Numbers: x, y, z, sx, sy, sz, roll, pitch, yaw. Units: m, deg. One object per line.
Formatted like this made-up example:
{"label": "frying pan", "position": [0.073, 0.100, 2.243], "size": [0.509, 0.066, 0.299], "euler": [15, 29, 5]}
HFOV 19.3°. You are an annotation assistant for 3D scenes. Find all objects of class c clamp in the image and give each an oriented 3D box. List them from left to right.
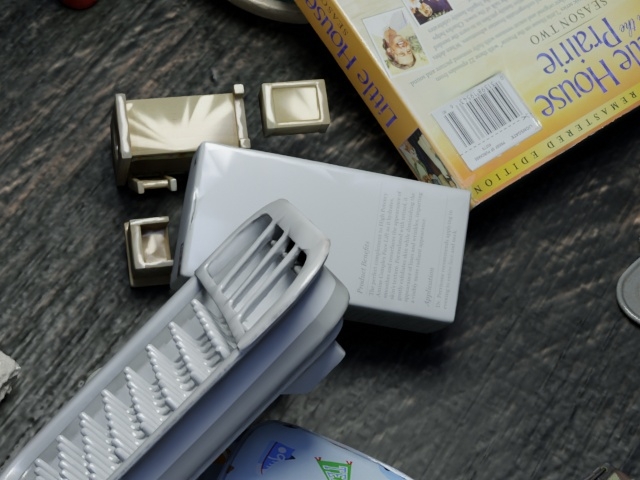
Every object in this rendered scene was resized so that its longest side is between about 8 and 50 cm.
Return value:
{"label": "c clamp", "position": [0.332, 0.043, 1.633], "size": [0.137, 0.022, 0.160], "euler": [-35, 63, -29]}

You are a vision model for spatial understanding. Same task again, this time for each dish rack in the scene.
{"label": "dish rack", "position": [-0.107, 0.122, 1.340], "size": [0.333, 0.285, 0.072], "euler": [-45, 104, -1]}

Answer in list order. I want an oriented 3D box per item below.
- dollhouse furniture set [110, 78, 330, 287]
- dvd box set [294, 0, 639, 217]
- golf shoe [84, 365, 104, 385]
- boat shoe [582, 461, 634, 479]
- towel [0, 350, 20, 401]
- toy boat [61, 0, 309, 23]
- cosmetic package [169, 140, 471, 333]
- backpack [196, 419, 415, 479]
{"label": "dollhouse furniture set", "position": [-0.083, -0.043, 1.632], "size": [0.182, 0.101, 0.161], "euler": [-5, 77, -11]}
{"label": "dvd box set", "position": [0.122, -0.257, 1.723], "size": [0.307, 0.062, 0.420], "euler": [-32, 83, -28]}
{"label": "golf shoe", "position": [-0.110, 0.100, 1.526], "size": [0.176, 0.069, 0.086], "euler": [-14, 26, -12]}
{"label": "boat shoe", "position": [0.188, 0.223, 1.460], "size": [0.152, 0.056, 0.049], "euler": [-26, 54, -35]}
{"label": "towel", "position": [-0.382, 0.154, 1.449], "size": [0.187, 0.049, 0.282], "euler": [28, 53, 13]}
{"label": "toy boat", "position": [-0.108, -0.310, 1.766], "size": [0.318, 0.148, 0.267], "euler": [-21, 69, -17]}
{"label": "cosmetic package", "position": [0.000, 0.000, 1.545], "size": [0.231, 0.085, 0.117], "euler": [11, 78, -9]}
{"label": "backpack", "position": [0.003, 0.271, 1.311], "size": [0.263, 0.213, 0.276], "euler": [24, 50, -1]}
